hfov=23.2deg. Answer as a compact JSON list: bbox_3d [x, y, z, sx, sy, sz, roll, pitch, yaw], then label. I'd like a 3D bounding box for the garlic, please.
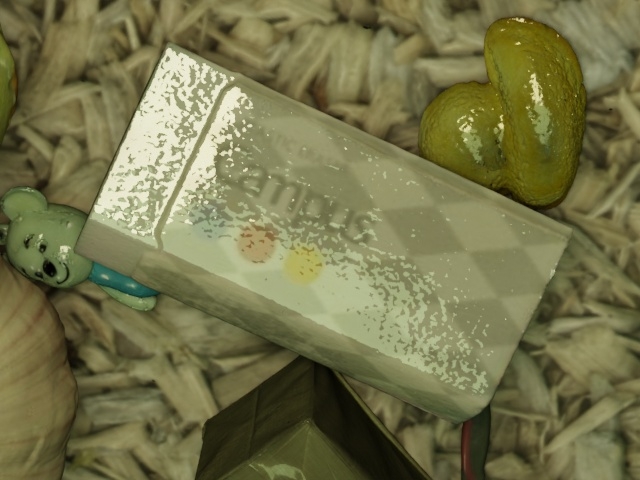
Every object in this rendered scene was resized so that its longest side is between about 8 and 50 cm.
[{"bbox_3d":[-0.364,0.143,1.404,0.317,0.259,0.317,2,114,5],"label":"garlic"}]

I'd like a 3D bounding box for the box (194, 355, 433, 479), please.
[{"bbox_3d":[0.005,0.252,1.498,0.155,0.149,0.231,-35,108,15],"label":"box"}]

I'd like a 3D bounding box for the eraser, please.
[{"bbox_3d":[0.001,0.000,1.391,0.396,0.082,0.213,25,92,-9],"label":"eraser"}]

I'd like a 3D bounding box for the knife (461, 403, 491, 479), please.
[{"bbox_3d":[0.157,0.252,1.566,0.035,0.018,0.247,-1,117,-1],"label":"knife"}]

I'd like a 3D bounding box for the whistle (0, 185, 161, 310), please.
[{"bbox_3d":[-0.188,0.017,1.444,0.235,0.077,0.114,11,123,-5],"label":"whistle"}]

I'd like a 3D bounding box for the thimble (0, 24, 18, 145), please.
[{"bbox_3d":[-0.385,-0.105,1.242,0.254,0.167,0.288,34,136,-27],"label":"thimble"}]

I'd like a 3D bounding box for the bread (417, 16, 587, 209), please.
[{"bbox_3d":[0.161,-0.103,1.384,0.149,0.065,0.188,4,117,7],"label":"bread"}]
